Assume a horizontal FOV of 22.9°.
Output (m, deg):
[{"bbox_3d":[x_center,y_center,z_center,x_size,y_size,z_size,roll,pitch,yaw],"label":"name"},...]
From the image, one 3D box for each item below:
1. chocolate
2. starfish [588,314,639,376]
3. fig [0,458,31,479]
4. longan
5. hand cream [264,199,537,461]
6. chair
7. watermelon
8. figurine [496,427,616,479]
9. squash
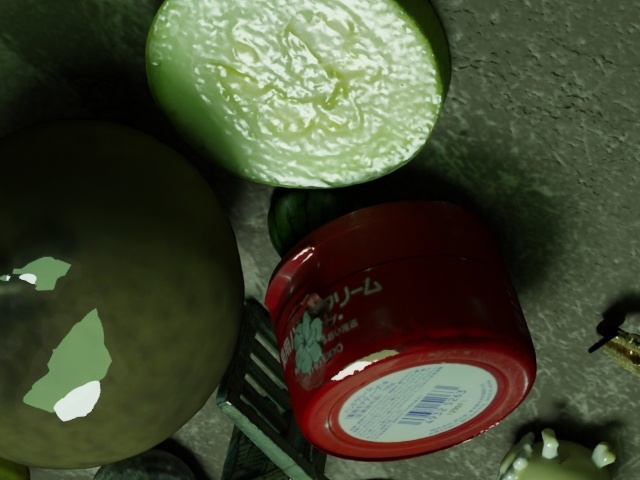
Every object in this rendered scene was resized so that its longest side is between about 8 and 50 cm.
[{"bbox_3d":[-0.157,0.318,1.789,0.110,0.110,0.248,-19,131,31],"label":"chocolate"},{"bbox_3d":[0.397,0.127,1.439,0.303,0.113,0.312,10,128,1],"label":"starfish"},{"bbox_3d":[-0.473,0.278,1.729,0.326,0.258,0.258,8,139,-13],"label":"fig"},{"bbox_3d":[-0.210,0.044,1.365,0.319,0.319,0.319,8,137,7],"label":"longan"},{"bbox_3d":[0.072,0.086,1.398,0.230,0.149,0.230,-11,147,-8],"label":"hand cream"},{"bbox_3d":[-0.049,0.209,1.618,0.147,0.136,0.270,-25,126,33],"label":"chair"},{"bbox_3d":[0.000,0.000,1.437,0.106,0.062,0.105,8,146,5],"label":"watermelon"},{"bbox_3d":[0.223,0.372,1.654,0.227,0.274,0.394,12,120,-2],"label":"figurine"},{"bbox_3d":[-0.018,-0.144,1.298,0.252,0.049,0.252,7,137,7],"label":"squash"}]
